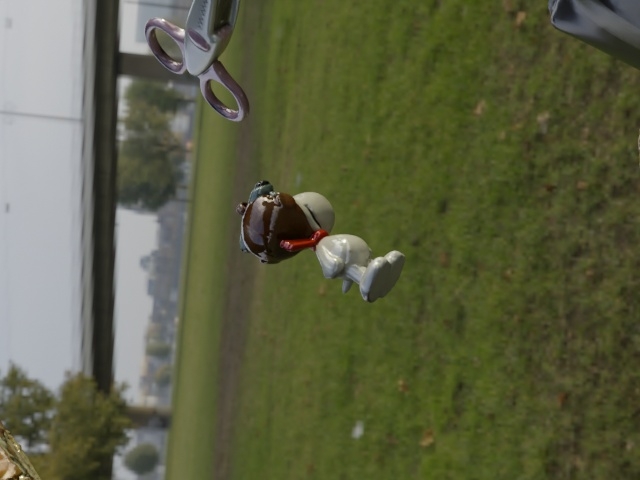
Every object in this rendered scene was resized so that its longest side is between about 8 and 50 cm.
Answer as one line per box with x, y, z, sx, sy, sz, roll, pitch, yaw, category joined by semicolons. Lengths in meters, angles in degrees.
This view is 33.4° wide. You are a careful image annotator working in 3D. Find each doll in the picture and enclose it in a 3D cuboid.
-0.003;0.002;0.527;0.085;0.058;0.040;47;132;43;doll

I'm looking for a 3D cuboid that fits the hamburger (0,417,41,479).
-0.287;0.274;0.895;0.245;0.282;0.155;-47;-33;-28;hamburger

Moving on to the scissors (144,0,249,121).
-0.064;-0.118;0.613;0.022;0.085;0.176;-47;2;-17;scissors

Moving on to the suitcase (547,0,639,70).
0.325;-0.231;0.709;0.434;0.283;0.194;114;-179;-72;suitcase

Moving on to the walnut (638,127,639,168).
0.227;-0.050;0.595;0.105;0.105;0.124;-100;-9;-63;walnut
